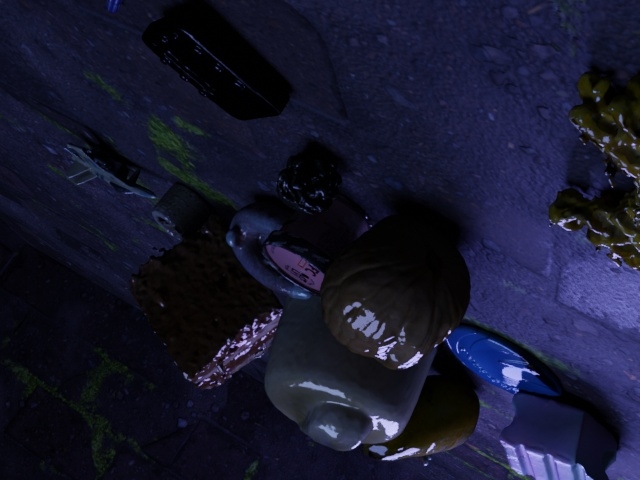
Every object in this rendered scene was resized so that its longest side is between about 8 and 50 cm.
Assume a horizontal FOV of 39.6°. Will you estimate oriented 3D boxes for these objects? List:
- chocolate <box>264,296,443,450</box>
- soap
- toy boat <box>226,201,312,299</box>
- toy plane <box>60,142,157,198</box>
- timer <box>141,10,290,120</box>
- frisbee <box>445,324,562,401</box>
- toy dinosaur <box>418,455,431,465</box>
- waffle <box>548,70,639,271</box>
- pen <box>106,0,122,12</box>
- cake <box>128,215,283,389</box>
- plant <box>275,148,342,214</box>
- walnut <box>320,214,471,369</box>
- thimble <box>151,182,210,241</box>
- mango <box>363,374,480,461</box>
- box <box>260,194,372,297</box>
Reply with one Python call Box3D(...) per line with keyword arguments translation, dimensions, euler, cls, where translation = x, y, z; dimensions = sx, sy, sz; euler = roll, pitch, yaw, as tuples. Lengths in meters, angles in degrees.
Box3D(translation=(0.044, 0.245, 1.673), dimensions=(0.313, 0.297, 0.326), euler=(16, 162, 13), cls="chocolate")
Box3D(translation=(0.460, 0.406, 1.696), dimensions=(0.192, 0.109, 0.324), euler=(15, 158, 24), cls="soap")
Box3D(translation=(-0.092, 0.016, 1.602), dimensions=(0.227, 0.085, 0.155), euler=(33, 127, 40), cls="toy boat")
Box3D(translation=(-0.453, -0.150, 1.958), dimensions=(0.261, 0.088, 0.192), euler=(15, 162, 23), cls="toy plane")
Box3D(translation=(-0.139, -0.235, 1.194), dimensions=(0.187, 0.055, 0.144), euler=(38, 165, -27), cls="timer")
Box3D(translation=(0.327, 0.237, 1.638), dimensions=(0.242, 0.045, 0.242), euler=(29, 163, 10), cls="frisbee")
Box3D(translation=(0.259, 0.425, 2.092), dimensions=(0.053, 0.167, 0.242), euler=(34, 177, -10), cls="toy dinosaur")
Box3D(translation=(0.342, -0.029, 0.848), dimensions=(0.259, 0.069, 0.293), euler=(28, 163, 23), cls="waffle")
Box3D(translation=(-0.262, -0.342, 1.167), dimensions=(0.025, 0.025, 0.204), euler=(37, 163, -11), cls="pen")
Box3D(translation=(-0.223, 0.144, 1.879), dimensions=(0.282, 0.255, 0.290), euler=(54, 176, 17), cls="cake")
Box3D(translation=(-0.019, -0.083, 1.324), dimensions=(0.094, 0.092, 0.143), euler=(43, 170, -5), cls="plant")
Box3D(translation=(0.108, 0.078, 1.306), dimensions=(0.228, 0.228, 0.228), euler=(30, 163, 11), cls="walnut")
Box3D(translation=(-0.297, -0.056, 1.895), dimensions=(0.102, 0.090, 0.115), euler=(22, 157, 39), cls="thimble")
Box3D(translation=(0.210, 0.365, 1.840), dimensions=(0.175, 0.177, 0.329), euler=(37, -165, 29), cls="mango")
Box3D(translation=(0.000, 0.000, 1.436), dimensions=(0.151, 0.135, 0.151), euler=(28, 160, 11), cls="box")
